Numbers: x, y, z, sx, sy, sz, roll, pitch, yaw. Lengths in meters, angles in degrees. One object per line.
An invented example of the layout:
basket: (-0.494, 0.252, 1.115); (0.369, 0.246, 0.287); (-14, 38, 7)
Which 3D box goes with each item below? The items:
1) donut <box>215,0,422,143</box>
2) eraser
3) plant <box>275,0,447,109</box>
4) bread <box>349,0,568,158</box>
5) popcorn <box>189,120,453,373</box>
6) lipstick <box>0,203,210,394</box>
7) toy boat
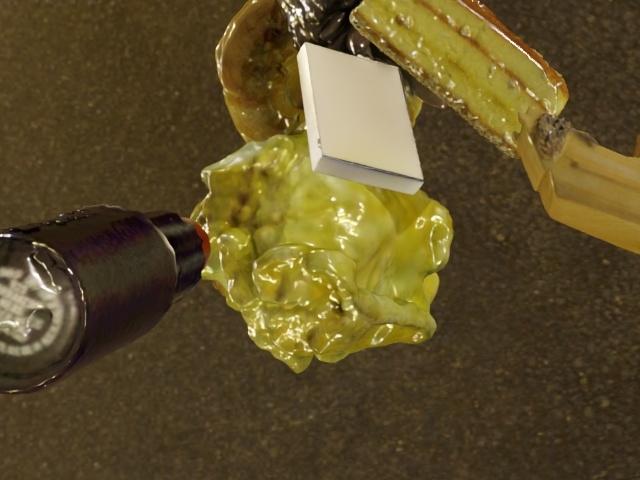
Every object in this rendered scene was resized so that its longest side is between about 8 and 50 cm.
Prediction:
donut: (0.010, -0.267, 1.535); (0.360, 0.360, 0.170); (-62, 20, 20)
eraser: (0.034, -0.114, 0.859); (0.023, 0.104, 0.150); (125, 148, -44)
plant: (0.066, -0.304, 1.284); (0.320, 0.194, 0.181); (59, 156, 18)
bread: (0.147, -0.204, 0.999); (0.234, 0.184, 0.110); (39, 103, -6)
popcorn: (0.002, 0.017, 1.148); (0.312, 0.312, 0.312); (-6, 82, 43)
lipstick: (-0.119, 0.018, 0.546); (0.081, 0.300, 0.081); (1, 96, 7)
toy boat: (0.204, -0.029, 0.531); (0.200, 0.057, 0.077); (21, 75, 10)
